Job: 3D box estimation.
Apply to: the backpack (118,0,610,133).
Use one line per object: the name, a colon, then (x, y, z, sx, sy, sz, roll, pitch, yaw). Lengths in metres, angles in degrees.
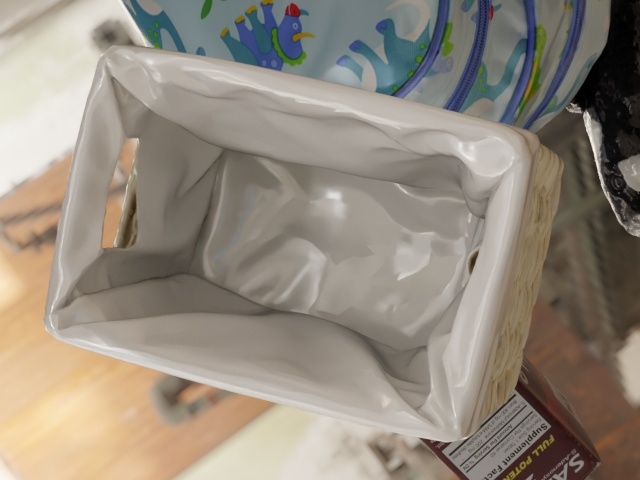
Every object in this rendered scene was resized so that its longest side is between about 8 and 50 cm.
backpack: (0.000, -0.190, 1.056, 0.355, 0.290, 0.273, 57, -152, -9)

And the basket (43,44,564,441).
basket: (0.000, 0.000, 0.711, 0.167, 0.113, 0.103, 14, -177, 19)

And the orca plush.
orca plush: (0.242, -0.148, 1.228, 0.151, 0.287, 0.102, 22, 166, -35)

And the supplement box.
supplement box: (0.060, 0.060, 1.184, 0.239, 0.073, 0.130, 46, -173, -9)
